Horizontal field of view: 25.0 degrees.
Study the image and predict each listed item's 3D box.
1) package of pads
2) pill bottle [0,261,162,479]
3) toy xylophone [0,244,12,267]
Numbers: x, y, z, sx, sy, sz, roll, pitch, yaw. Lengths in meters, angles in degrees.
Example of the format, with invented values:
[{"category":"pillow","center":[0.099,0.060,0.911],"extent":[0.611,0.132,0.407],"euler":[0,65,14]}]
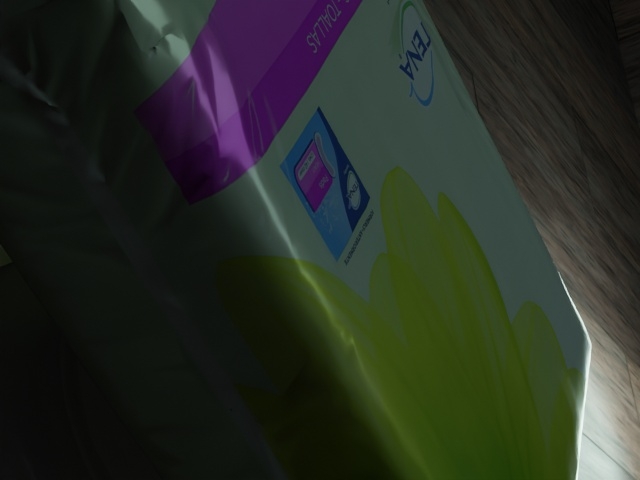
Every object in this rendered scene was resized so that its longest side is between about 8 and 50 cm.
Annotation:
[{"category":"package of pads","center":[0.000,0.000,0.549],"extent":[0.296,0.101,0.229],"euler":[61,26,-20]},{"category":"pill bottle","center":[-0.147,0.100,0.633],"extent":[0.160,0.283,0.160],"euler":[48,31,-41]},{"category":"toy xylophone","center":[-0.184,-0.079,0.912],"extent":[0.322,0.081,0.236],"euler":[56,22,-3]}]
